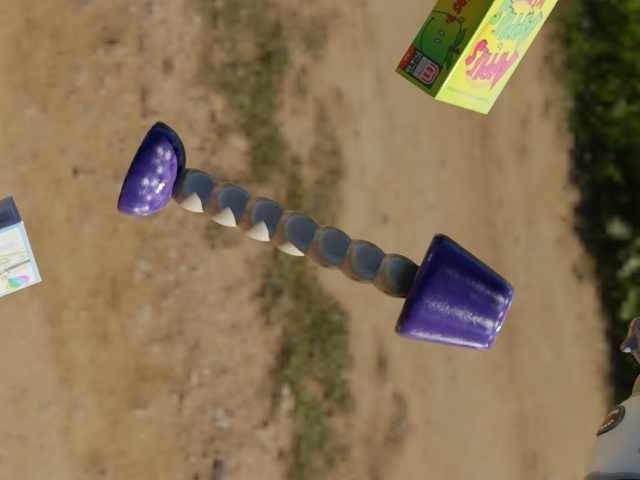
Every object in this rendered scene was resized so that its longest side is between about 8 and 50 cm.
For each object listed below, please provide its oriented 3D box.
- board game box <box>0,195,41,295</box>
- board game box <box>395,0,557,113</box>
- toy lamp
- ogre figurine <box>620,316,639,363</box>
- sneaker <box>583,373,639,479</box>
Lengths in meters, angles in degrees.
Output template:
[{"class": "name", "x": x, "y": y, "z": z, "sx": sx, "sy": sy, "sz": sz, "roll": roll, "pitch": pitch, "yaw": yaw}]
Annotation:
[{"class": "board game box", "x": -0.304, "y": 0.026, "z": 1.471, "sx": 0.103, "sy": 0.154, "sz": 0.026, "roll": 89, "pitch": -22, "yaw": -62}, {"class": "board game box", "x": 0.137, "y": -0.186, "z": 1.387, "sx": 0.181, "sy": 0.043, "sz": 0.092, "roll": -59, "pitch": 153, "yaw": 13}, {"class": "toy lamp", "x": 0.000, "y": 0.000, "z": 1.285, "sx": 0.080, "sy": 0.274, "sz": 0.080, "roll": 24, "pitch": 90, "yaw": -87}, {"class": "ogre figurine", "x": 0.271, "y": 0.052, "z": 1.187, "sx": 0.197, "sy": 0.118, "sz": 0.097, "roll": -2, "pitch": 59, "yaw": -56}, {"class": "sneaker", "x": 0.349, "y": 0.268, "z": 1.539, "sx": 0.330, "sy": 0.122, "sz": 0.146, "roll": 42, "pitch": 59, "yaw": 6}]
